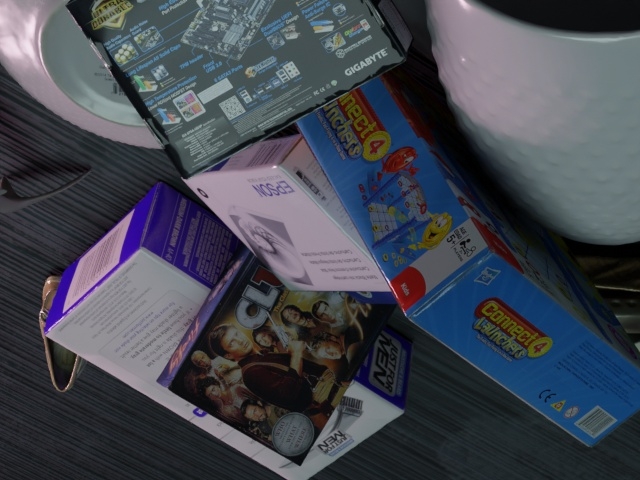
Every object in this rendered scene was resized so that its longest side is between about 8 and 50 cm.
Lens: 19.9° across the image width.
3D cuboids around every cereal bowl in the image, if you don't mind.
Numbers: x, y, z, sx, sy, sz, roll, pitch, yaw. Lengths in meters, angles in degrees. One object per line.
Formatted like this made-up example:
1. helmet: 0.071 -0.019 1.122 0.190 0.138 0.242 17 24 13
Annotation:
1. cereal bowl: -0.148 -0.201 1.577 0.339 0.141 0.339 5 135 5

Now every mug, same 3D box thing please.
1. mug: 0.190 -0.177 1.470 0.374 0.276 0.328 29 154 26

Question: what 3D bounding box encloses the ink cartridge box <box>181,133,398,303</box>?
1. ink cartridge box: 0.000 0.000 1.648 0.224 0.045 0.223 44 161 -18

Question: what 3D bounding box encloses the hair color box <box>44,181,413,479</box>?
1. hair color box: -0.091 0.103 1.902 0.339 0.110 0.185 35 130 -20

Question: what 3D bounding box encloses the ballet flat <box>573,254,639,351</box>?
1. ballet flat: 0.250 0.075 1.789 0.342 0.124 0.116 4 136 8

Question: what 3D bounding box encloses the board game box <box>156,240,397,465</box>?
1. board game box: -0.028 0.077 1.792 0.165 0.243 0.042 32 177 -20

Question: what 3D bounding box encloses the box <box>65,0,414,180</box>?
1. box: -0.064 -0.171 1.444 0.220 0.051 0.175 -28 107 21

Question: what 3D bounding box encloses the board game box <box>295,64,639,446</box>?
1. board game box: 0.124 -0.006 1.545 0.086 0.302 0.308 -40 139 13

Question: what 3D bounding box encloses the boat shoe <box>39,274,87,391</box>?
1. boat shoe: -0.277 0.100 1.978 0.056 0.048 0.153 10 137 1

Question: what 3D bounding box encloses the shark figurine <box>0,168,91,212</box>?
1. shark figurine: -0.339 -0.094 1.717 0.116 0.166 0.278 -32 124 24
